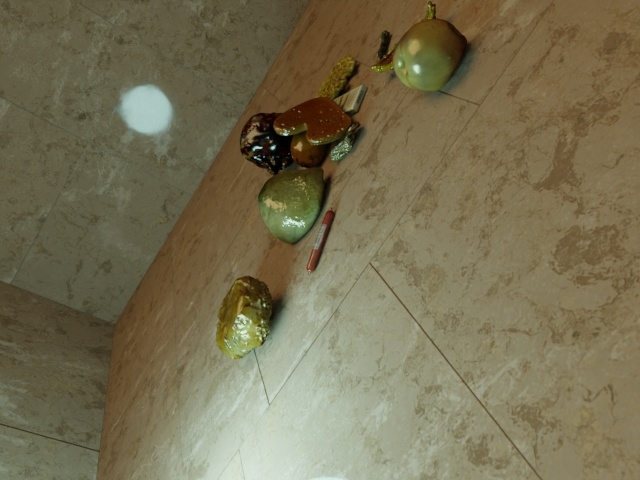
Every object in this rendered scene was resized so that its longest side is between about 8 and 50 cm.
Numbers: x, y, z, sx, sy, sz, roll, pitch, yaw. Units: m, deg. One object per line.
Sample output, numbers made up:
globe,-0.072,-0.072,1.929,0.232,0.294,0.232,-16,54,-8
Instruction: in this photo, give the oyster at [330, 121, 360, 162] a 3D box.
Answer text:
oyster,0.093,-0.359,2.057,0.177,0.056,0.105,-53,15,16

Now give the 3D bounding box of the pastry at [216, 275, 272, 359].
pastry,-0.256,0.269,1.949,0.311,0.162,0.255,-47,38,49

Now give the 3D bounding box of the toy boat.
toy boat,0.306,-0.685,1.942,0.318,0.099,0.141,-40,29,43

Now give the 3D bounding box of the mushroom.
mushroom,-0.103,-0.172,2.083,0.217,0.212,0.292,-42,24,50

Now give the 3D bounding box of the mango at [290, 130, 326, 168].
mango,-0.044,-0.401,2.275,0.156,0.151,0.248,-8,44,22

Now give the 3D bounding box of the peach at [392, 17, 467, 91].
peach,0.337,-0.556,1.673,0.232,0.233,0.232,-43,31,34

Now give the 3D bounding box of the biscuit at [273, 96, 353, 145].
biscuit,-0.028,-0.448,2.179,0.262,0.052,0.277,-31,50,-9

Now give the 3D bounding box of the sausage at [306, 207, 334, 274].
sausage,0.000,0.000,1.893,0.034,0.034,0.253,-12,53,58

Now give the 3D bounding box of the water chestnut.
water chestnut,-0.209,-0.425,2.446,0.289,0.289,0.244,-55,31,13

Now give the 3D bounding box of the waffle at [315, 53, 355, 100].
waffle,0.065,-0.689,2.435,0.261,0.056,0.250,-49,23,29

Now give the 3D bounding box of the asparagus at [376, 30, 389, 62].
asparagus,0.245,-0.758,2.195,0.030,0.036,0.165,-32,38,59

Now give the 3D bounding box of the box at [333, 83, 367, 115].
box,0.098,-0.545,2.257,0.220,0.032,0.122,-10,55,59
